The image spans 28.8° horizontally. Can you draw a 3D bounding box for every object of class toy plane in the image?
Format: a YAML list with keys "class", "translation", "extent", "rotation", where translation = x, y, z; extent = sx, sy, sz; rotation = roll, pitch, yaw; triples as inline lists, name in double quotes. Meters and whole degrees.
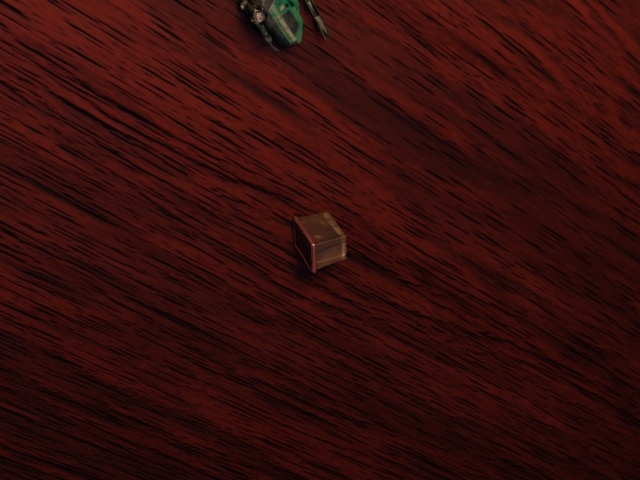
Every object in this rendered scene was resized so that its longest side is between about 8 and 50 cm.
- class: "toy plane"
  translation: [-0.067, -0.340, 1.686]
  extent: [0.096, 0.060, 0.235]
  rotation: [-35, 131, -2]

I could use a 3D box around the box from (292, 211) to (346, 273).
- class: "box"
  translation: [0.000, 0.000, 1.938]
  extent: [0.063, 0.084, 0.060]
  rotation: [-13, 127, -16]
